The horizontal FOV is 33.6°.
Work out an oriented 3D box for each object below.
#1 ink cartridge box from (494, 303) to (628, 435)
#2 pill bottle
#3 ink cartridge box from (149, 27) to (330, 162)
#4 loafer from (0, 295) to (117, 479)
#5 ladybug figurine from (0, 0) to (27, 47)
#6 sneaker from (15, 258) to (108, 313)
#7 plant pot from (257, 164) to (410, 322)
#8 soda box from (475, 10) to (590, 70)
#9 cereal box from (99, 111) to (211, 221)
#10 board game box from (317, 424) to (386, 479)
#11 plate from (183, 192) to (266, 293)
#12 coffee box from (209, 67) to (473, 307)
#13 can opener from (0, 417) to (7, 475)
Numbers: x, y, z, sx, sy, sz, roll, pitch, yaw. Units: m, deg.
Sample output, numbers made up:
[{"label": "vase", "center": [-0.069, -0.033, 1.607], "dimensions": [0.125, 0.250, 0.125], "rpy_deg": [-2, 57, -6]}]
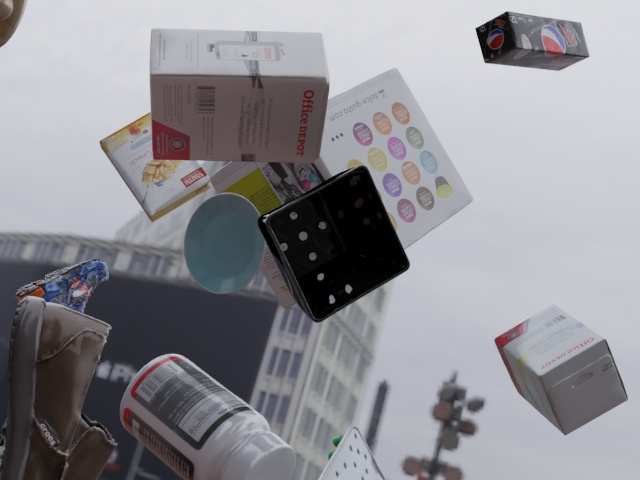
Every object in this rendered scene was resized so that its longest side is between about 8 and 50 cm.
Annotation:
[{"label": "ink cartridge box", "center": [0.396, 0.211, 1.753], "dimensions": [0.127, 0.128, 0.176], "rpy_deg": [64, -6, -20]}, {"label": "pill bottle", "center": [-0.187, 0.323, 1.761], "dimensions": [0.283, 0.161, 0.161], "rpy_deg": [32, -9, 32]}, {"label": "ink cartridge box", "center": [-0.137, -0.235, 1.748], "dimensions": [0.283, 0.117, 0.207], "rpy_deg": [0, -37, -7]}, {"label": "loafer", "center": [-0.299, 0.250, 1.217], "dimensions": [0.130, 0.366, 0.134], "rpy_deg": [4, -1, -14]}, {"label": "ladybug figurine", "center": [-0.550, -0.449, 1.548], "dimensions": [0.161, 0.305, 0.449], "rpy_deg": [-3, 38, -35]}, {"label": "sneaker", "center": [-0.418, 0.092, 1.746], "dimensions": [0.083, 0.087, 0.221], "rpy_deg": [-13, 9, 25]}, {"label": "plant pot", "center": [0.000, 0.000, 1.717], "dimensions": [0.187, 0.188, 0.167], "rpy_deg": [65, -19, -14]}, {"label": "soda box", "center": [0.291, -0.270, 1.444], "dimensions": [0.169, 0.053, 0.060], "rpy_deg": [-4, -12, -41]}, {"label": "cereal box", "center": [-0.396, -0.184, 2.549], "dimensions": [0.240, 0.173, 0.047], "rpy_deg": [53, -15, 17]}, {"label": "board game box", "center": [0.077, 0.563, 1.779], "dimensions": [0.050, 0.390, 0.390], "rpy_deg": [-25, 8, 22]}, {"label": "plate", "center": [-0.173, 0.006, 1.958], "dimensions": [0.188, 0.188, 0.024], "rpy_deg": [3, -3, 33]}, {"label": "coffee box", "center": [0.043, -0.105, 2.219], "dimensions": [0.338, 0.337, 0.334], "rpy_deg": [-28, -87, 48]}, {"label": "can opener", "center": [-0.591, 0.443, 1.981], "dimensions": [0.076, 0.283, 0.095], "rpy_deg": [17, -45, -4]}]
